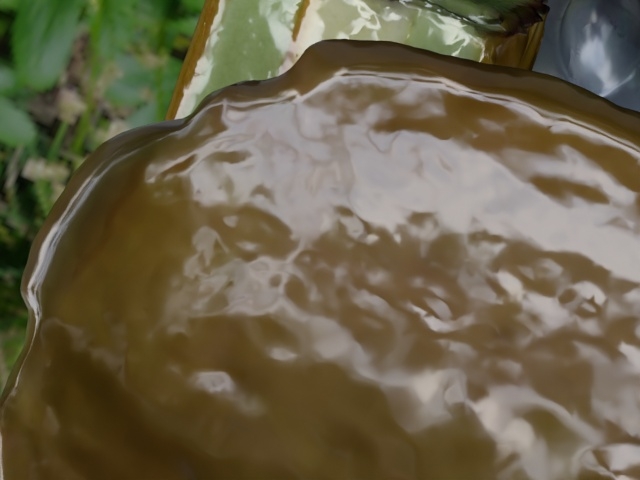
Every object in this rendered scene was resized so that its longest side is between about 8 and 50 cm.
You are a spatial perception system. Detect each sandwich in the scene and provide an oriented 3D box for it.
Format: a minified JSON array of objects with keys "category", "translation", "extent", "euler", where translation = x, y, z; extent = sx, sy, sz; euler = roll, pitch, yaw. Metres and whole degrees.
[{"category":"sandwich","translation":[0.000,0.000,0.492],"extent":[0.079,0.163,0.113],"euler":[20,-164,9]}]

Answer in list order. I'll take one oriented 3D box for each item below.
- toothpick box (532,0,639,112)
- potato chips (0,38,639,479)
[{"category":"toothpick box","translation":[0.147,-0.078,0.764],"extent":[0.229,0.316,0.229],"euler":[16,138,15]},{"category":"potato chips","translation":[0.034,0.050,0.332],"extent":[0.202,0.150,0.049],"euler":[23,171,8]}]
